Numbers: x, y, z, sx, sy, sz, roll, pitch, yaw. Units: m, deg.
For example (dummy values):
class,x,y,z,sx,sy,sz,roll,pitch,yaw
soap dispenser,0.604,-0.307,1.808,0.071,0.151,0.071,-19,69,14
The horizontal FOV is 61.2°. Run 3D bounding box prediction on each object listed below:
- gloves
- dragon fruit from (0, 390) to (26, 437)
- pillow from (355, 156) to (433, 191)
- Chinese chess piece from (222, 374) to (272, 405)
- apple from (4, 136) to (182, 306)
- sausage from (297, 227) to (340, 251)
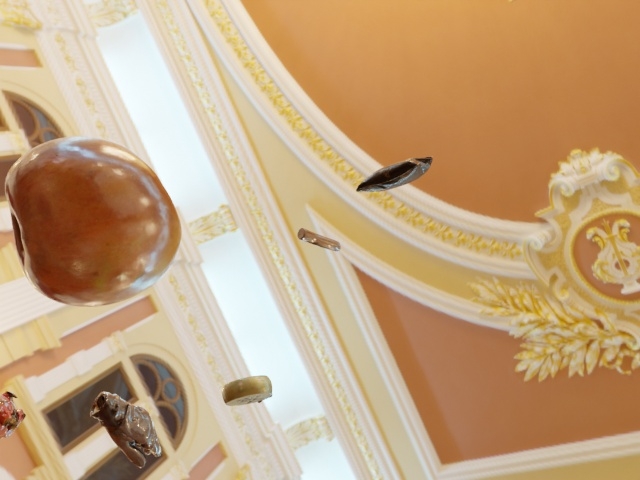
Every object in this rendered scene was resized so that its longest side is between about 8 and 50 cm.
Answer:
class,x,y,z,sx,sy,sz,roll,pitch,yaw
gloves,-0.543,0.542,1.542,0.119,0.142,0.285,-12,-50,17
dragon fruit,-0.518,0.279,0.824,0.116,0.086,0.081,-31,-128,5
pillow,0.155,-0.134,1.122,0.150,0.090,0.048,-20,-104,34
Chinese chess piece,-0.121,0.250,0.896,0.084,0.084,0.034,-27,-117,27
apple,-0.329,-0.032,0.802,0.253,0.253,0.253,6,-74,22
sausage,0.000,0.000,1.117,0.026,0.116,0.026,-17,-116,41
